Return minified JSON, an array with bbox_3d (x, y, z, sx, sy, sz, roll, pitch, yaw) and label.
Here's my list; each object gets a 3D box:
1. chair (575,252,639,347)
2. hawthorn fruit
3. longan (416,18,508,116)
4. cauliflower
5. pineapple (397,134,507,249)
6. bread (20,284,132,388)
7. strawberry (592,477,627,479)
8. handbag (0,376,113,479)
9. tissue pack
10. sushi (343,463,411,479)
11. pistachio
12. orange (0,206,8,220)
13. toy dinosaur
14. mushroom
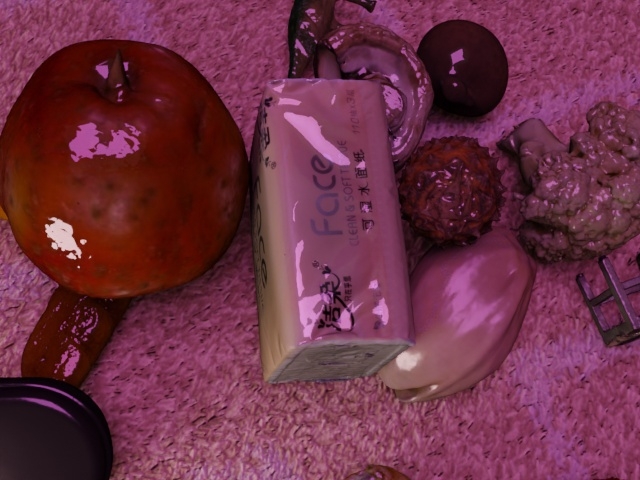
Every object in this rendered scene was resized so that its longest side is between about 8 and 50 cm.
[{"bbox_3d":[0.558,0.144,1.284,0.147,0.136,0.270,-19,75,-6],"label":"chair"},{"bbox_3d":[-0.293,-0.131,1.164,0.403,0.403,0.402,0,72,-1],"label":"hawthorn fruit"},{"bbox_3d":[0.255,-0.305,1.400,0.185,0.159,0.204,43,36,-12],"label":"longan"},{"bbox_3d":[0.438,-0.114,1.300,0.327,0.260,0.281,-16,73,-42],"label":"cauliflower"},{"bbox_3d":[0.211,-0.104,1.248,0.175,0.361,0.175,3,111,8],"label":"pineapple"},{"bbox_3d":[-0.405,0.153,1.291,0.124,0.084,0.344,18,73,18],"label":"bread"},{"bbox_3d":[0.444,0.415,1.174,0.236,0.106,0.175,-1,35,-7],"label":"strawberry"},{"bbox_3d":[-0.472,0.330,1.186,0.308,0.093,0.253,0,103,-2],"label":"handbag"},{"bbox_3d":[0.000,0.000,1.208,0.205,0.332,0.404,-3,72,-13],"label":"tissue pack"},{"bbox_3d":[0.121,0.474,1.165,0.184,0.139,0.274,-43,71,-11],"label":"sushi"},{"bbox_3d":[0.216,0.120,1.259,0.226,0.208,0.331,28,86,53],"label":"pistachio"},{"bbox_3d":[-0.511,-0.106,1.343,0.136,0.159,0.159,23,69,-33],"label":"orange"},{"bbox_3d":[-0.058,-0.458,1.494,0.301,0.087,0.447,32,68,8],"label":"toy dinosaur"},{"bbox_3d":[0.102,-0.249,1.375,0.164,0.189,0.267,-26,82,-20],"label":"mushroom"}]
